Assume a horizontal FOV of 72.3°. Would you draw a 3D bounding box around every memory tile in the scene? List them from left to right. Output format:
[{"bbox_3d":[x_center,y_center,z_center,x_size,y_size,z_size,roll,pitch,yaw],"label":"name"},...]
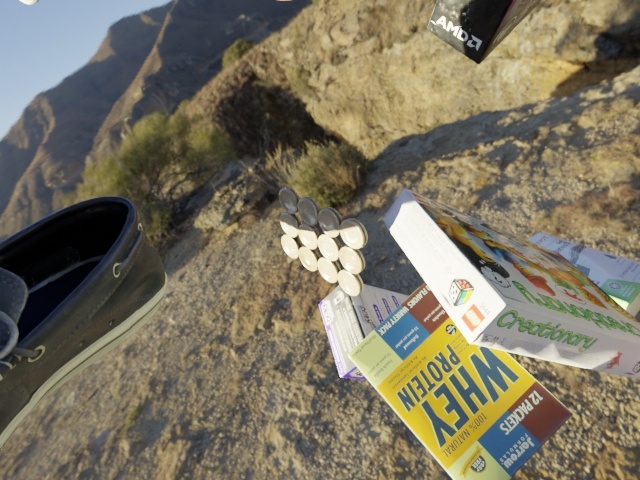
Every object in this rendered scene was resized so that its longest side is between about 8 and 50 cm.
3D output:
[{"bbox_3d":[0.000,0.000,0.556,0.148,0.113,0.012,30,45,35],"label":"memory tile"}]

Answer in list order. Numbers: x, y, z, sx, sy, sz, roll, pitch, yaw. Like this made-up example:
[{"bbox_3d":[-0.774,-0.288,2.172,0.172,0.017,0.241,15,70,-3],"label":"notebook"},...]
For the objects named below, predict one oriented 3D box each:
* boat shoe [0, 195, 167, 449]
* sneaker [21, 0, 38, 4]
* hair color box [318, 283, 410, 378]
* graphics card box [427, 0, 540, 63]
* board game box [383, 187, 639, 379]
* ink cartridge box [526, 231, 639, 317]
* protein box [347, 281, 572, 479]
[{"bbox_3d":[-0.314,0.093,0.368,0.186,0.156,0.500,13,28,13],"label":"boat shoe"},{"bbox_3d":[-0.454,-0.480,0.680,0.122,0.146,0.331,-18,53,16],"label":"sneaker"},{"bbox_3d":[0.173,0.220,1.015,0.110,0.338,0.185,-46,44,29],"label":"hair color box"},{"bbox_3d":[0.252,-0.388,0.424,0.233,0.094,0.371,-47,-11,-20],"label":"graphics card box"},{"bbox_3d":[0.233,0.052,0.496,0.053,0.305,0.193,-59,32,24],"label":"board game box"},{"bbox_3d":[0.600,0.098,1.047,0.198,0.115,0.272,-24,35,-36],"label":"ink cartridge box"},{"bbox_3d":[0.165,0.193,0.560,0.136,0.200,0.201,-42,62,-6],"label":"protein box"}]
